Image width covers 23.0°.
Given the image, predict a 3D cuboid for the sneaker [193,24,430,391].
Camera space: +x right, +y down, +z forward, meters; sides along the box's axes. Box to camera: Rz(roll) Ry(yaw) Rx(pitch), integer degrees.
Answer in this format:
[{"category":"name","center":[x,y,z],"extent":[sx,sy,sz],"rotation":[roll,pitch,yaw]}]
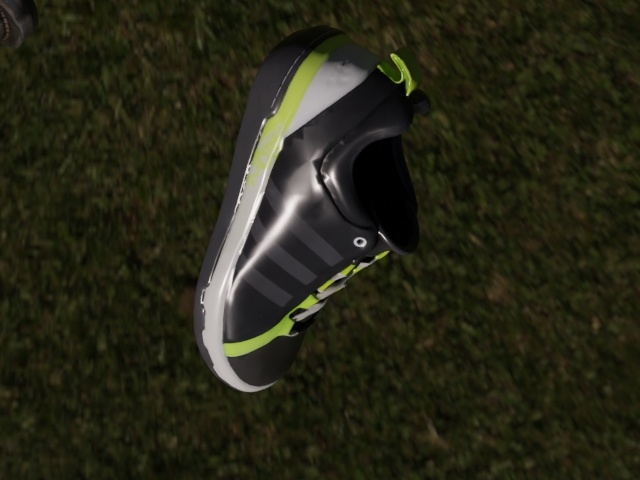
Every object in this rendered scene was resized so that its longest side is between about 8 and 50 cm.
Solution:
[{"category":"sneaker","center":[0.000,0.000,0.833],"extent":[0.097,0.084,0.234],"rotation":[27,128,19]}]

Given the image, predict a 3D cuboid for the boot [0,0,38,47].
[{"category":"boot","center":[-0.220,-0.033,0.489],"extent":[0.091,0.263,0.229],"rotation":[40,97,16]}]
